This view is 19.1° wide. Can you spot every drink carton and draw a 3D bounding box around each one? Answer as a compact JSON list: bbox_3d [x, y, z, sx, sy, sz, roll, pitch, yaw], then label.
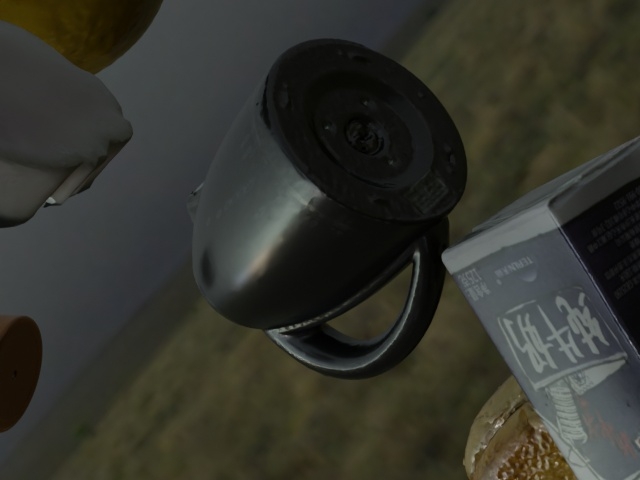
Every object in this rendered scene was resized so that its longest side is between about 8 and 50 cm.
[{"bbox_3d":[0.195,0.064,1.188,0.102,0.222,0.134,-33,2,-32],"label":"drink carton"}]

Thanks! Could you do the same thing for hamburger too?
[{"bbox_3d":[0.314,0.249,2.117,0.314,0.290,0.170,-39,23,24],"label":"hamburger"}]

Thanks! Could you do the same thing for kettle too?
[{"bbox_3d":[0.000,0.000,1.797,0.207,0.268,0.290,-35,-11,-46],"label":"kettle"}]

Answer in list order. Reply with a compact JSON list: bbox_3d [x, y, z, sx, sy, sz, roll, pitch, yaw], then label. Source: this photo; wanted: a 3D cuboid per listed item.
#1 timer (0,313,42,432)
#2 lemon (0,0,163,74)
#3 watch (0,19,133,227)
[{"bbox_3d":[-0.402,0.131,2.100,0.132,0.152,0.132,13,-90,-73],"label":"timer"},{"bbox_3d":[-0.267,-0.273,1.702,0.297,0.297,0.297,-49,2,2],"label":"lemon"},{"bbox_3d":[-0.137,-0.151,0.627,0.231,0.244,0.196,-55,-14,14],"label":"watch"}]
